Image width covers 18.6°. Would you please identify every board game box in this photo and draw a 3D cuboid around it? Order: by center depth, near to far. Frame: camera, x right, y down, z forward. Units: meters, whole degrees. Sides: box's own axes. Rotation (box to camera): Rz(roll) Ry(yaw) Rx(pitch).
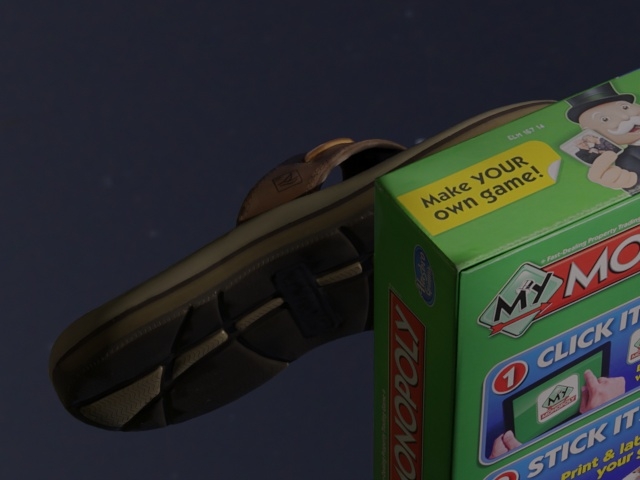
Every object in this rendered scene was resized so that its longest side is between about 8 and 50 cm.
[{"bbox_3d":[0.162,0.013,0.645,0.046,0.317,0.213,49,-27,39],"label":"board game box"}]

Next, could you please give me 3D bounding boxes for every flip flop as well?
[{"bbox_3d":[0.000,0.000,0.901,0.112,0.277,0.080,67,-3,-51],"label":"flip flop"}]
